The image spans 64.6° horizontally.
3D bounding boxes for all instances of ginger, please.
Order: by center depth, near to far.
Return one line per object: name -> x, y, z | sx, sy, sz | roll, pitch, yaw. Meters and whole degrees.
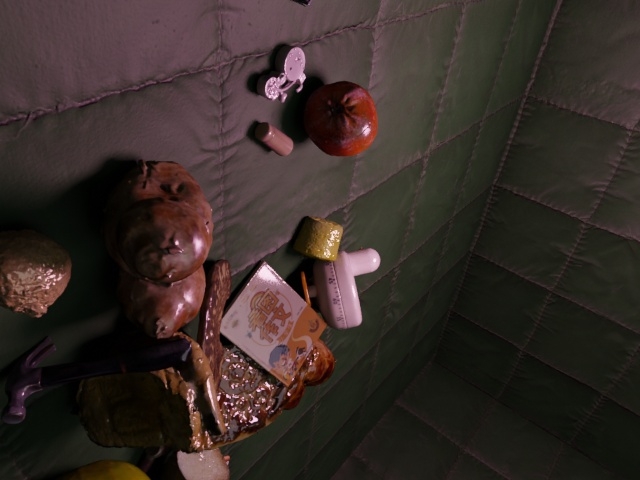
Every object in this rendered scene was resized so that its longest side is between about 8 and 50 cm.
ginger -> -0.272, 0.034, 0.853 | 0.176, 0.256, 0.375 | -3, 143, -20
ginger -> -0.077, 0.439, 1.618 | 0.357, 0.152, 0.274 | -23, 135, -47

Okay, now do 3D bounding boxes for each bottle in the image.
bottle -> -0.098, -0.215, 1.069 | 0.045, 0.045, 0.096 | -61, 151, 1

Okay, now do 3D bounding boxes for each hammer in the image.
hammer -> -0.359, 0.204, 0.839 | 0.290, 0.137, 0.037 | -10, 134, -10

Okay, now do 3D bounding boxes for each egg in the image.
egg -> -0.413, 0.044, 0.708 | 0.140, 0.116, 0.118 | 60, 39, -72

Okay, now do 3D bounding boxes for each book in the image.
book -> -0.119, 0.222, 1.321 | 0.295, 0.020, 0.208 | 49, 65, -33

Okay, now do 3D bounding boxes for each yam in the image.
yam -> -0.341, 0.640, 1.298 | 0.168, 0.168, 0.304 | -17, 144, -53

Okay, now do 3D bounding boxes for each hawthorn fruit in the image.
hawthorn fruit -> 0.049, -0.270, 1.141 | 0.173, 0.173, 0.173 | -40, 147, -34

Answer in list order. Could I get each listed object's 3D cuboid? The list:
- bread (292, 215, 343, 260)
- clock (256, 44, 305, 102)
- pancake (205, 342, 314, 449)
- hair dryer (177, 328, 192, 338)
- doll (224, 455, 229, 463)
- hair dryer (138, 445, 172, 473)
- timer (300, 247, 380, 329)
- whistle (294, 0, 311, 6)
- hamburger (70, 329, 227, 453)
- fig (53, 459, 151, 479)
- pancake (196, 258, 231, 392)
bread -> 0.000, 0.000, 1.386 | 0.129, 0.111, 0.114 | 0, 108, -64
clock -> -0.075, -0.324, 1.007 | 0.129, 0.041, 0.087 | -54, 149, -22
pancake -> -0.198, 0.369, 1.316 | 0.427, 0.067, 0.304 | -45, 121, -31
hair dryer -> -0.328, 0.279, 1.164 | 0.100, 0.057, 0.197 | -46, 158, -25
doll -> -0.341, 0.695, 1.497 | 0.183, 0.085, 0.217 | -18, 140, -51
hair dryer -> -0.423, 0.547, 1.264 | 0.154, 0.054, 0.106 | -48, 157, -2
timer -> 0.075, 0.138, 1.490 | 0.240, 0.233, 0.233 | -13, 143, 0
whistle -> 0.008, -0.522, 0.964 | 0.176, 0.033, 0.033 | -58, 153, -5
hamburger -> -0.317, 0.269, 0.937 | 0.132, 0.309, 0.211 | -17, 102, -66
fig -> -0.424, 0.605, 1.002 | 0.258, 0.326, 0.258 | -40, 165, -13
pancake -> -0.226, 0.185, 1.089 | 0.286, 0.033, 0.288 | -92, -173, -63
